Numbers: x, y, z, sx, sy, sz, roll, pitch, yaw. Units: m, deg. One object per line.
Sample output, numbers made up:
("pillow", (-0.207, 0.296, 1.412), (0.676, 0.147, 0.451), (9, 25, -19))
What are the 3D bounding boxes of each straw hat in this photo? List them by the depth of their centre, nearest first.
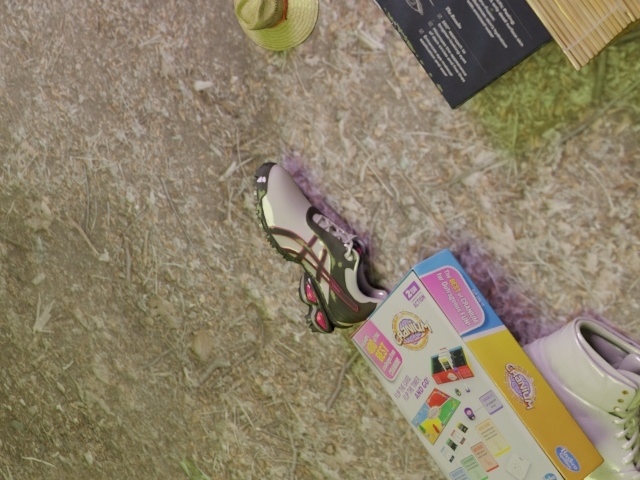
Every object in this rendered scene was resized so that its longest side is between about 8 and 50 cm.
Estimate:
("straw hat", (-0.077, -0.306, 1.117), (0.145, 0.061, 0.144), (18, 124, 29))

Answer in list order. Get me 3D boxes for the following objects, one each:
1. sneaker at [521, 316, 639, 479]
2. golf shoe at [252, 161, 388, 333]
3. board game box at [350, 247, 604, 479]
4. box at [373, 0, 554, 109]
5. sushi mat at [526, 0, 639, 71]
("sneaker", (0.369, 0.230, 1.057), (0.292, 0.108, 0.169), (49, 136, 5))
("golf shoe", (0.000, 0.000, 1.225), (0.120, 0.105, 0.272), (-18, 109, 26))
("board game box", (0.188, 0.199, 1.124), (0.316, 0.064, 0.242), (55, 150, 13))
("box", (0.173, -0.256, 0.935), (0.158, 0.093, 0.156), (-33, 94, 44))
("sushi mat", (0.218, -0.336, 0.841), (0.316, 0.151, 0.019), (54, 178, -2))
